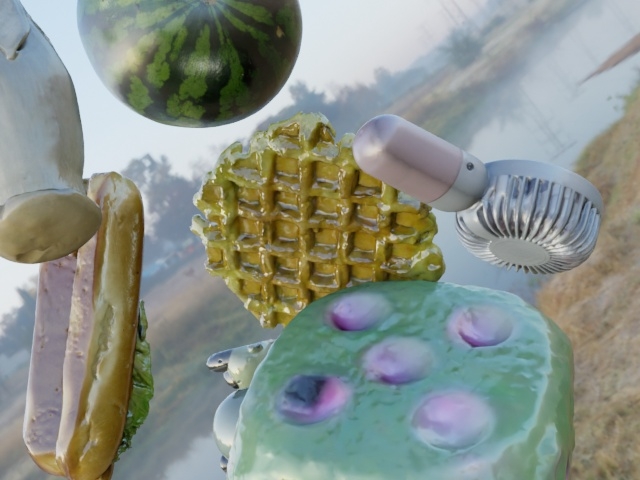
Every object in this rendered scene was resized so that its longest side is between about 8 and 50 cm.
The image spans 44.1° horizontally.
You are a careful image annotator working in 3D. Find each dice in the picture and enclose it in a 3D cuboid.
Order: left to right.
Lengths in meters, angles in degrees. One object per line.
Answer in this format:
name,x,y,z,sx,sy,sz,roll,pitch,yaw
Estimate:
dice,0.107,0.252,0.860,0.330,0.322,0.318,5,35,22

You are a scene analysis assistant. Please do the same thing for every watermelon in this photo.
watermelon,-0.167,-0.287,1.026,0.285,0.285,0.285,-39,4,3

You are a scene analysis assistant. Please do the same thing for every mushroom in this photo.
mushroom,-0.239,-0.104,0.614,0.096,0.247,0.108,-31,-14,24

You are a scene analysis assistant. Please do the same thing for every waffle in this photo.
waffle,0.000,0.000,0.969,0.302,0.325,0.068,-35,24,30

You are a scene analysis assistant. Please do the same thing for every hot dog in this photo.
hot dog,-0.240,0.096,0.834,0.135,0.337,0.100,-6,-12,39

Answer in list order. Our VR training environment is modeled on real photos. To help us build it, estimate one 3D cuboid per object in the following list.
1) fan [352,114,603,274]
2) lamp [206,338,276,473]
fan,0.140,-0.044,0.707,0.130,0.244,0.074,-26,42,61
lamp,-0.113,0.316,1.492,0.198,0.244,0.198,-15,-10,-3
